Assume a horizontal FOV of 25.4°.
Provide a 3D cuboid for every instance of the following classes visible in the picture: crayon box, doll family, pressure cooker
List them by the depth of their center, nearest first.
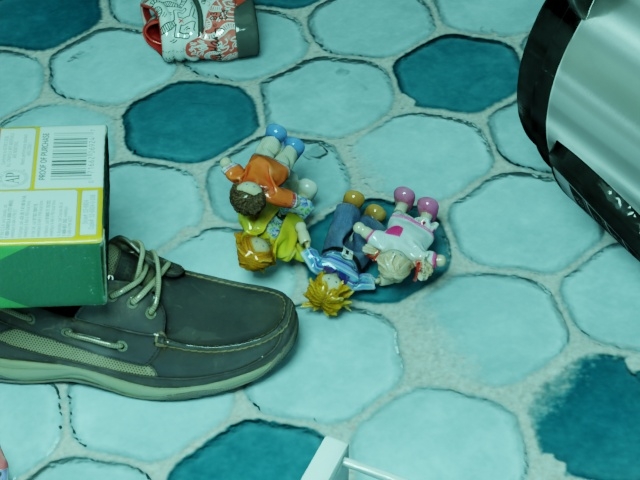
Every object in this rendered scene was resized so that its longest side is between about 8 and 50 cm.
[{"bbox_3d":[-0.366,-0.024,1.361,0.323,0.083,0.203,-1,36,-6],"label":"crayon box"},{"bbox_3d":[0.416,-0.164,1.469,0.375,0.370,0.420,-24,50,-27],"label":"pressure cooker"},{"bbox_3d":[0.000,0.000,1.523,0.263,0.118,0.163,24,40,3],"label":"doll family"}]

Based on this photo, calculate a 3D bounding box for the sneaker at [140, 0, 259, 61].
[{"bbox_3d":[-0.173,-0.334,1.896,0.145,0.090,0.270,-7,45,-8],"label":"sneaker"}]

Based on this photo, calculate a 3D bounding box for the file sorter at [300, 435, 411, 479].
[{"bbox_3d":[0.042,0.321,1.024,0.173,0.277,0.193,16,46,17],"label":"file sorter"}]

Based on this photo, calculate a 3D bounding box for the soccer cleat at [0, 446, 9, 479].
[{"bbox_3d":[-0.410,0.233,1.297,0.248,0.083,0.095,-10,47,-11],"label":"soccer cleat"}]

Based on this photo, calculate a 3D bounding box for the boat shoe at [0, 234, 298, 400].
[{"bbox_3d":[-0.201,0.073,1.419,0.355,0.130,0.132,-1,42,2],"label":"boat shoe"}]
